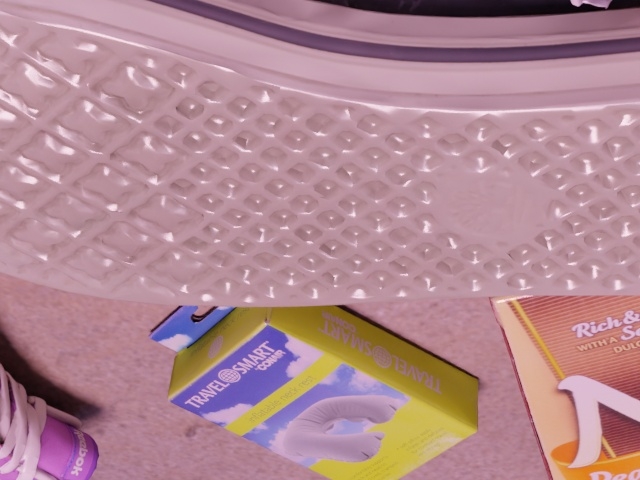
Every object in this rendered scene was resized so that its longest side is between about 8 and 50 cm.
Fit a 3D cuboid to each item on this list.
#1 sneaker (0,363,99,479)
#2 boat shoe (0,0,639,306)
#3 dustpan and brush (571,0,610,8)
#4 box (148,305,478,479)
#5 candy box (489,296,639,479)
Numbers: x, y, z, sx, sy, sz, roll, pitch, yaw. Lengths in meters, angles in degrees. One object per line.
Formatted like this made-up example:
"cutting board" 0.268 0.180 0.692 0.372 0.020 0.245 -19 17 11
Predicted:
"sneaker" -0.207 0.093 0.820 0.161 0.102 0.282 12 149 -11
"boat shoe" 0.001 -0.078 0.541 0.500 0.156 0.187 1 144 3
"dustpan and brush" 0.045 -0.192 0.459 0.211 0.147 0.060 33 161 12
"box" -0.005 0.086 0.815 0.178 0.042 0.109 29 134 -24
"candy box" 0.250 0.025 0.656 0.316 0.087 0.183 -11 137 13
